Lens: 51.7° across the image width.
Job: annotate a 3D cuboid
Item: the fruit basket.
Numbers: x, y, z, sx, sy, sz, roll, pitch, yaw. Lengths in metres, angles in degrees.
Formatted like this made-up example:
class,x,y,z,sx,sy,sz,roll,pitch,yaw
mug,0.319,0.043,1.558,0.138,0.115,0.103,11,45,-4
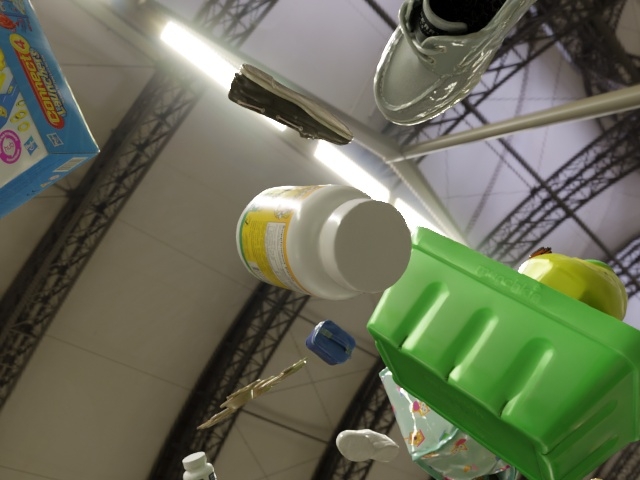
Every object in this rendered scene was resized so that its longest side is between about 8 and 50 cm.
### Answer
class,x,y,z,sx,sy,sz,roll,pitch,yaw
fruit basket,0.307,0.114,0.933,0.392,0.391,0.283,-61,-36,-30

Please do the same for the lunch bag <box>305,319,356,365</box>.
class,x,y,z,sx,sy,sz,roll,pitch,yaw
lunch bag,0.026,0.219,1.397,0.098,0.065,0.067,37,-115,-6

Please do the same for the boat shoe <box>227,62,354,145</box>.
class,x,y,z,sx,sy,sz,roll,pitch,yaw
boat shoe,-0.075,-0.319,1.659,0.335,0.096,0.112,30,-153,-11

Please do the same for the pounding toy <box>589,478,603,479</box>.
class,x,y,z,sx,sy,sz,roll,pitch,yaw
pounding toy,0.386,0.394,0.915,0.183,0.237,0.110,-34,-109,-30

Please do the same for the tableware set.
class,x,y,z,sx,sy,sz,roll,pitch,yaw
tableware set,-0.099,0.219,0.950,0.141,0.168,0.020,-25,-102,-41

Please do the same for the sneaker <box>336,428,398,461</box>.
class,x,y,z,sx,sy,sz,roll,pitch,yaw
sneaker,0.113,0.549,1.806,0.212,0.094,0.080,25,-80,-36

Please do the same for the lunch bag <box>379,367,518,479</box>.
class,x,y,z,sx,sy,sz,roll,pitch,yaw
lunch bag,0.261,0.347,1.245,0.262,0.160,0.223,41,-162,-32

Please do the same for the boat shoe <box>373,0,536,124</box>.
class,x,y,z,sx,sy,sz,roll,pitch,yaw
boat shoe,0.093,-0.161,0.448,0.081,0.227,0.079,-20,-108,-42

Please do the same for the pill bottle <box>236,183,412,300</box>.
class,x,y,z,sx,sy,sz,roll,pitch,yaw
pill bottle,0.000,0.000,0.695,0.117,0.208,0.118,-2,-86,-28

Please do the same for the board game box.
class,x,y,z,sx,sy,sz,roll,pitch,yaw
board game box,-0.473,-0.175,0.840,0.302,0.308,0.086,64,-157,3

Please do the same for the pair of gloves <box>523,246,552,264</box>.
class,x,y,z,sx,sy,sz,roll,pitch,yaw
pair of gloves,0.472,0.058,1.387,0.074,0.010,0.083,-37,-91,-4

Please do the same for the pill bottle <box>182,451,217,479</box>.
class,x,y,z,sx,sy,sz,roll,pitch,yaw
pill bottle,-0.255,0.521,1.414,0.067,0.067,0.120,-18,-88,-44
